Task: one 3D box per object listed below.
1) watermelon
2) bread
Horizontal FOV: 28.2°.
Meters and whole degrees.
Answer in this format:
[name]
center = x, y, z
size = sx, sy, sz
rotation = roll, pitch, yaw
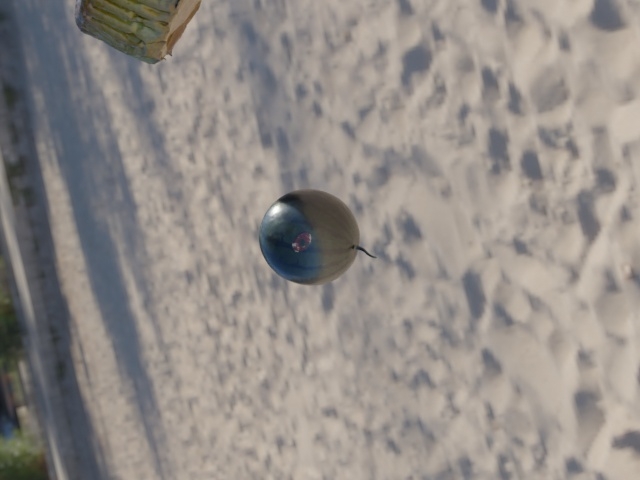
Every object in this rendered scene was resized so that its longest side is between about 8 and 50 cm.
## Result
[watermelon]
center = 0.000, 0.000, 1.373
size = 0.105, 0.133, 0.105
rotation = 15, -90, -74
[bread]
center = -0.186, -0.340, 1.508
size = 0.253, 0.142, 0.227
rotation = -52, 14, 36
